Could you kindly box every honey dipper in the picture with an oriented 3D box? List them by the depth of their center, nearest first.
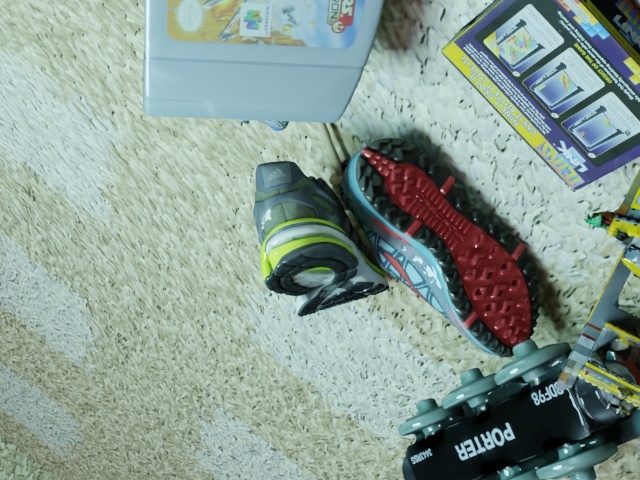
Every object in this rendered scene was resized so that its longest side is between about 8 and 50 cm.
[{"bbox_3d":[0.006,-0.105,1.064,0.030,0.030,0.161,3,128,42],"label":"honey dipper"}]

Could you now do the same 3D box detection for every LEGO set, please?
[{"bbox_3d":[0.321,0.092,0.760,0.331,0.192,0.255,27,177,5],"label":"LEGO set"}]

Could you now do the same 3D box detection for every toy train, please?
[{"bbox_3d":[0.219,0.184,1.040,0.334,0.190,0.142,-43,66,51],"label":"toy train"}]

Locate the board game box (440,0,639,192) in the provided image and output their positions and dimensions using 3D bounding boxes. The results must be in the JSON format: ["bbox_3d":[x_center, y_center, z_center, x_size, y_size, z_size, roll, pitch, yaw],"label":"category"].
[{"bbox_3d":[0.202,-0.135,0.823,0.170,0.048,0.141,46,147,-7],"label":"board game box"}]

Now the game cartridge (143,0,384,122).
[{"bbox_3d":[-0.043,-0.232,0.823,0.198,0.062,0.297,3,123,-5],"label":"game cartridge"}]

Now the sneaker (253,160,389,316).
[{"bbox_3d":[0.000,0.000,1.074,0.300,0.111,0.121,60,-166,-73],"label":"sneaker"}]

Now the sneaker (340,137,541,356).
[{"bbox_3d":[0.119,0.007,1.042,0.262,0.104,0.125,52,162,-8],"label":"sneaker"}]

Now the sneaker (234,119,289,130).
[{"bbox_3d":[-0.089,-0.152,1.083,0.135,0.052,0.058,28,148,19],"label":"sneaker"}]
